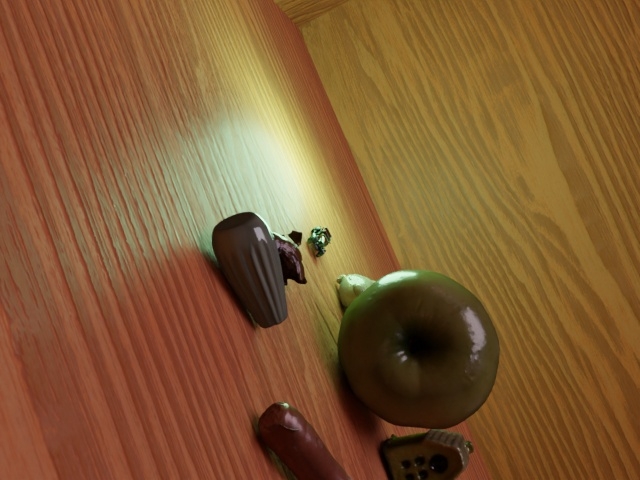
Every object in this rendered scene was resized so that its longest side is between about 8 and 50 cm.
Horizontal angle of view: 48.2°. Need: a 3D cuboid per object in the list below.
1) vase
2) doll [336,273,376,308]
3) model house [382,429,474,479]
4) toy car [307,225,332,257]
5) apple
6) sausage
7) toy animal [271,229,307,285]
[{"bbox_3d":[-0.138,0.068,1.504,0.128,0.128,0.248,-81,153,-67],"label":"vase"},{"bbox_3d":[0.154,0.238,2.320,0.175,0.149,0.278,19,-52,62],"label":"doll"},{"bbox_3d":[0.315,0.616,2.041,0.174,0.234,0.193,69,12,11],"label":"model house"},{"bbox_3d":[0.000,0.000,2.281,0.073,0.054,0.143,62,13,-11],"label":"toy car"},{"bbox_3d":[0.272,0.305,2.005,0.473,0.474,0.473,59,15,-26],"label":"apple"},{"bbox_3d":[0.009,0.477,1.406,0.419,0.094,0.094,60,36,-26],"label":"sausage"},{"bbox_3d":[-0.089,0.062,1.792,0.188,0.089,0.179,59,28,-25],"label":"toy animal"}]
